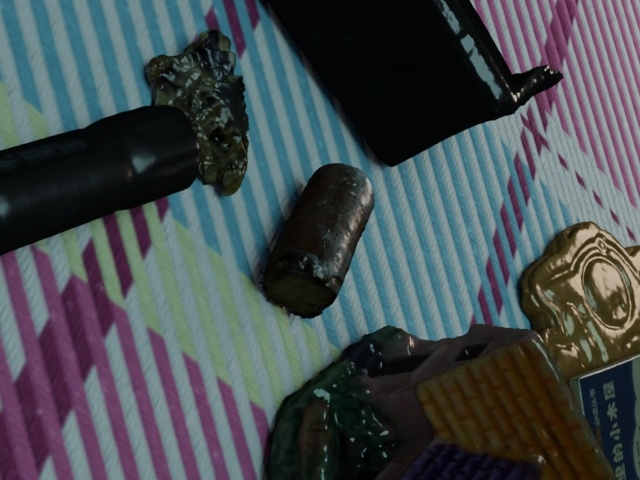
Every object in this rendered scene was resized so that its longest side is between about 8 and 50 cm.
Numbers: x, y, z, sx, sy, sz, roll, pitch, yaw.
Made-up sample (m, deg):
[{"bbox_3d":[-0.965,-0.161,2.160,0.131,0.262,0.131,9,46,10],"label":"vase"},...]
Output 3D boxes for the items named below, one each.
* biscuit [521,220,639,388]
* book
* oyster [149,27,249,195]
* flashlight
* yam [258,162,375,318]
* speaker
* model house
[{"bbox_3d":[0.358,0.112,1.387,0.376,0.051,0.269,-25,93,-45],"label":"biscuit"},{"bbox_3d":[0.400,0.250,1.342,0.322,0.018,0.228,-9,90,-50],"label":"book"},{"bbox_3d":[-0.098,-0.116,1.018,0.103,0.051,0.148,-31,109,-38],"label":"oyster"},{"bbox_3d":[-0.252,-0.022,0.804,0.424,0.103,0.103,-25,95,-45],"label":"flashlight"},{"bbox_3d":[0.001,-0.001,1.056,0.079,0.079,0.141,44,48,-25],"label":"yam"},{"bbox_3d":[0.081,-0.256,1.159,0.388,0.180,0.184,54,40,-18],"label":"speaker"},{"bbox_3d":[0.112,0.194,0.985,0.237,0.237,0.202,-34,102,-44],"label":"model house"}]
